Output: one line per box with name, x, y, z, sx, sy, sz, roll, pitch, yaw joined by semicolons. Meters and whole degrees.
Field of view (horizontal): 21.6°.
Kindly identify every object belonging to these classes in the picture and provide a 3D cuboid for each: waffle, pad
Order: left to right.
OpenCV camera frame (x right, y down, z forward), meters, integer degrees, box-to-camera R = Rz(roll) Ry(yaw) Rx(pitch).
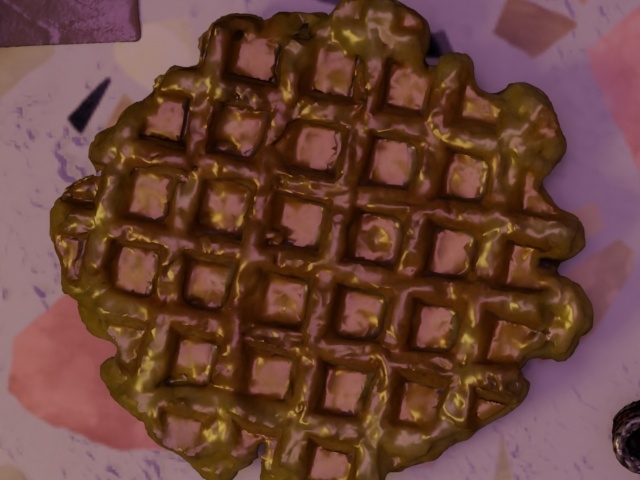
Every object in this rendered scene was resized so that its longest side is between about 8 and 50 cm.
pad;-0.174;-0.221;1.102;0.113;0.006;0.188;-2;88;8
waffle;0.000;0.000;1.032;0.325;0.068;0.302;-35;83;4

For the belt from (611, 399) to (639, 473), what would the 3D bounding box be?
belt;0.348;0.103;0.957;0.359;0.094;0.126;-9;90;10
